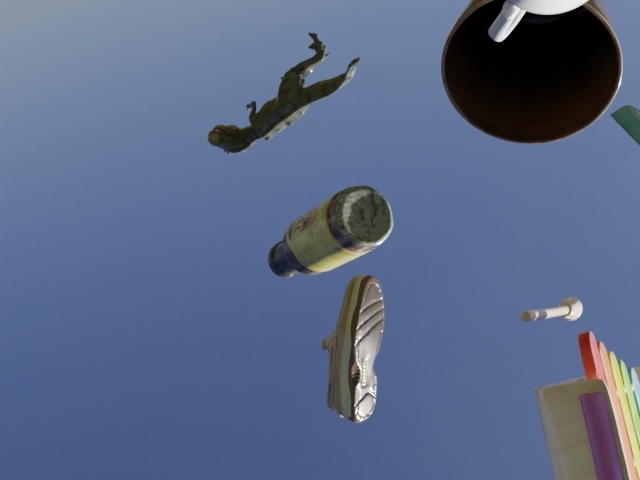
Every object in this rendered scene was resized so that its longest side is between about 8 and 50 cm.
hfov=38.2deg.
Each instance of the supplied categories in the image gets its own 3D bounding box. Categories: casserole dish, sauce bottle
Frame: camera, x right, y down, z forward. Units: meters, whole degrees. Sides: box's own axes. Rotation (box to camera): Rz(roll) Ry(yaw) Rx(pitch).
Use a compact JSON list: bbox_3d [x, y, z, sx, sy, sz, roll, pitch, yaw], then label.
[{"bbox_3d":[0.571,-0.178,1.587,0.037,0.114,0.188,-54,-155,22],"label":"casserole dish"},{"bbox_3d":[0.000,0.000,1.602,0.111,0.111,0.344,-35,-177,-30],"label":"sauce bottle"}]

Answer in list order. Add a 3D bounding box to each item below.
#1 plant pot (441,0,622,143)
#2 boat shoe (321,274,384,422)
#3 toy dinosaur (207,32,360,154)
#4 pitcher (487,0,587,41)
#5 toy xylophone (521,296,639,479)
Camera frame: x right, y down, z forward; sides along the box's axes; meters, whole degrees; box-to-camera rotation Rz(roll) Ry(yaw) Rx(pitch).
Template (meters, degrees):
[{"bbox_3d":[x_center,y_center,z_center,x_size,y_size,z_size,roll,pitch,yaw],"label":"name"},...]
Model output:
[{"bbox_3d":[0.281,-0.279,1.203,0.215,0.215,0.230,-8,-142,24],"label":"plant pot"},{"bbox_3d":[0.032,0.133,1.168,0.072,0.190,0.068,13,-169,38],"label":"boat shoe"},{"bbox_3d":[-0.030,-0.190,1.166,0.268,0.064,0.118,-27,-147,39],"label":"toy dinosaur"},{"bbox_3d":[0.222,-0.276,0.947,0.125,0.178,0.207,32,-157,4],"label":"pitcher"},{"bbox_3d":[0.298,0.174,0.993,0.081,0.236,0.322,-15,177,25],"label":"toy xylophone"}]
